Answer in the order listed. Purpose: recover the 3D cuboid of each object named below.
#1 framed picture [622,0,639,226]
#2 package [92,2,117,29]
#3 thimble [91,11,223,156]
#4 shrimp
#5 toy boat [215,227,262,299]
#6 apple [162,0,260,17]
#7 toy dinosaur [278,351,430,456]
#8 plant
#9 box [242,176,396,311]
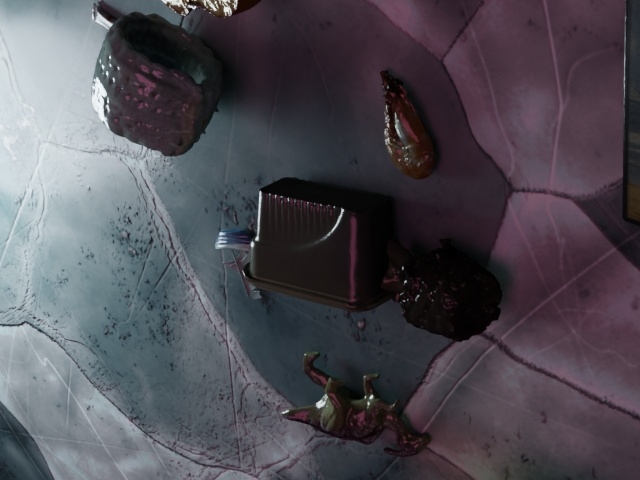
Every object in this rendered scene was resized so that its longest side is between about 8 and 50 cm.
[{"bbox_3d":[0.491,-0.149,1.486,0.265,0.016,0.346,30,132,51],"label":"framed picture"},{"bbox_3d":[-0.386,-0.401,2.135,0.110,0.015,0.037,34,135,23],"label":"package"},{"bbox_3d":[-0.278,-0.271,1.984,0.250,0.205,0.171,51,130,29],"label":"thimble"},{"bbox_3d":[0.128,-0.180,1.810,0.091,0.043,0.184,-3,111,44],"label":"shrimp"},{"bbox_3d":[-0.142,0.041,2.153,0.105,0.034,0.149,-28,93,46],"label":"toy boat"},{"bbox_3d":[-0.157,-0.486,1.801,0.293,0.163,0.251,28,139,42],"label":"apple"},{"bbox_3d":[0.059,0.310,2.101,0.294,0.077,0.162,17,123,31],"label":"toy dinosaur"},{"bbox_3d":[0.185,0.076,1.836,0.203,0.131,0.142,30,134,37],"label":"plant"},{"bbox_3d":[0.000,0.000,1.959,0.274,0.138,0.178,13,114,31],"label":"box"}]
